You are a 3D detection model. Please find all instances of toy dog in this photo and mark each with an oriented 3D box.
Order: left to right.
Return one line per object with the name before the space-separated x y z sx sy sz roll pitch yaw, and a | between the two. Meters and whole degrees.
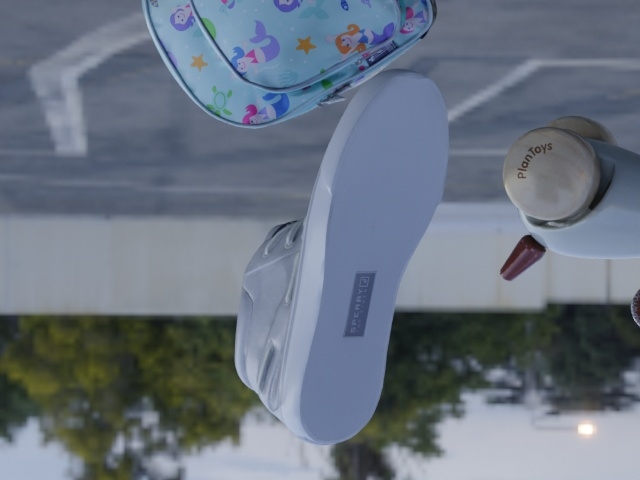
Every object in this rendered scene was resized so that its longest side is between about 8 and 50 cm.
toy dog | 0.288 0.016 1.410 0.220 0.161 0.334 4 -154 -48

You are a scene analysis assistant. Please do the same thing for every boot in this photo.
boot | 0.000 0.000 1.075 0.095 0.258 0.123 9 -168 -35

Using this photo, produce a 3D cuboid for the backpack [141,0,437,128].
backpack | -0.038 -0.229 1.512 0.253 0.225 0.191 -29 -174 16
